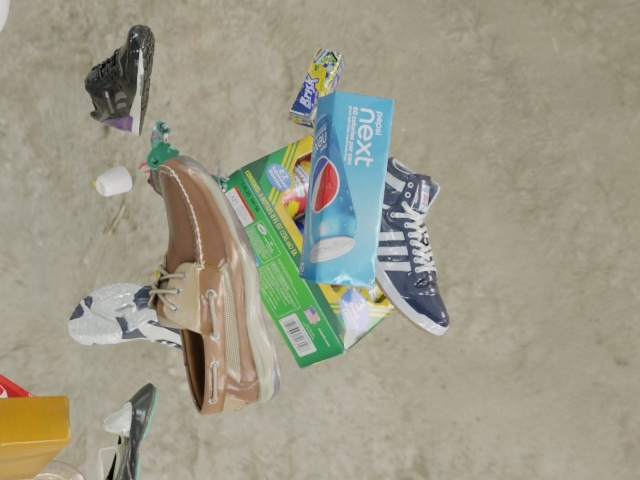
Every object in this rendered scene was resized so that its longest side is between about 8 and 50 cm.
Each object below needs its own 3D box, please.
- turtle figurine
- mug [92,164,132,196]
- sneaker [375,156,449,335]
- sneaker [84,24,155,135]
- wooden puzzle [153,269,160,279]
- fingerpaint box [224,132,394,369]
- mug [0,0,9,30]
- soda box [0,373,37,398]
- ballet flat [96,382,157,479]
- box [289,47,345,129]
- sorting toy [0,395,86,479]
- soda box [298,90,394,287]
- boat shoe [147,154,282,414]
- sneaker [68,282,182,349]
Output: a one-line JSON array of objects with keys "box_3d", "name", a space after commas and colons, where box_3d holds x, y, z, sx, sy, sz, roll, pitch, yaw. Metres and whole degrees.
[{"box_3d": [-0.256, -0.125, 1.437, 0.175, 0.234, 0.118, 36, 94, -10], "name": "turtle figurine"}, {"box_3d": [-0.463, -0.124, 1.738, 0.064, 0.078, 0.062, -33, 92, -45], "name": "mug"}, {"box_3d": [0.146, -0.001, 1.227, 0.153, 0.099, 0.282, -42, 68, 22], "name": "sneaker"}, {"box_3d": [-0.394, -0.306, 1.522, 0.124, 0.283, 0.107, 12, 57, -11], "name": "sneaker"}, {"box_3d": [-0.279, 0.088, 1.619, 0.116, 0.014, 0.079, 0, 61, -32], "name": "wooden puzzle"}, {"box_3d": [0.000, 0.000, 1.791, 0.371, 0.163, 0.445, -32, 93, -48], "name": "fingerpaint box"}, {"box_3d": [-0.523, -0.305, 0.831, 0.374, 0.328, 0.276, 16, 70, -18], "name": "mug"}, {"box_3d": [-0.407, 0.225, 0.775, 0.263, 0.083, 0.092, -27, 135, 10], "name": "soda box"}, {"box_3d": [-0.425, 0.438, 1.707, 0.096, 0.095, 0.281, 20, 63, -27], "name": "ballet flat"}, {"box_3d": [-0.006, -0.328, 1.707, 0.059, 0.054, 0.169, 19, 75, 17], "name": "box"}, {"box_3d": [-0.236, 0.145, 0.376, 0.229, 0.307, 0.041, 5, 60, -32], "name": "sorting toy"}, {"box_3d": [0.028, -0.055, 0.885, 0.071, 0.067, 0.210, 6, 90, -18], "name": "soda box"}, {"box_3d": [-0.140, 0.063, 0.931, 0.116, 0.123, 0.325, -22, 104, -24], "name": "boat shoe"}, {"box_3d": [-0.227, 0.124, 1.136, 0.234, 0.153, 0.094, -22, 49, 1], "name": "sneaker"}]
